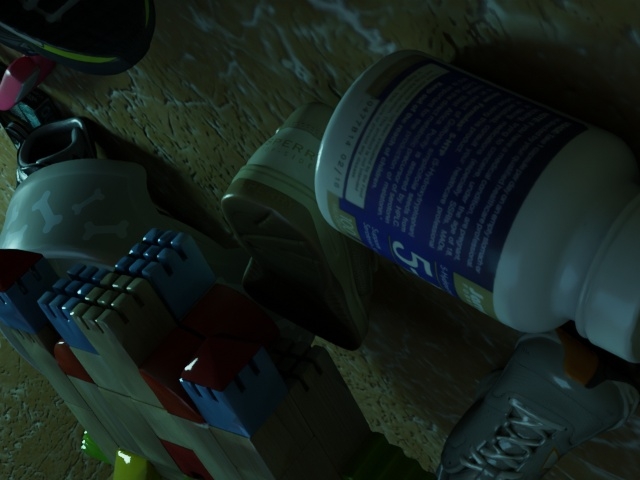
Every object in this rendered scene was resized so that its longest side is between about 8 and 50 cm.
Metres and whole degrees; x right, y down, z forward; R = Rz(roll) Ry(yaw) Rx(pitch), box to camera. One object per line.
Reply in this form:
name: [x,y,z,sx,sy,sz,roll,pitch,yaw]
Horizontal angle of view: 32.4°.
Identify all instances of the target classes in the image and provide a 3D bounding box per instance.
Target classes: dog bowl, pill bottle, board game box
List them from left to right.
board game box: [-0.344,-0.136,1.314,0.126,0.026,0.186,33,160,22]
dog bowl: [-0.182,0.074,1.134,0.348,0.102,0.349,14,143,11]
pill bottle: [0.099,-0.017,0.570,0.186,0.112,0.112,30,158,31]

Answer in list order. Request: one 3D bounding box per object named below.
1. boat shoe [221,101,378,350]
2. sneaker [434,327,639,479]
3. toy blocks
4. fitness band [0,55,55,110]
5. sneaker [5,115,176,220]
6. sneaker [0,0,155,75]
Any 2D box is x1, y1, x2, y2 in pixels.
boat shoe: [0.000,0.000,0.837,0.109,0.098,0.302,24,162,16]
sneaker: [0.151,0.149,0.826,0.099,0.121,0.262,37,161,11]
toy blocks: [-0.120,0.105,0.909,0.381,0.191,0.261,9,137,43]
fitness band: [-0.361,-0.232,1.104,0.209,0.054,0.291,49,159,-13]
sneaker: [-0.240,-0.041,1.204,0.268,0.101,0.153,26,150,20]
sneaker: [-0.212,-0.192,0.836,0.300,0.111,0.121,36,169,38]
